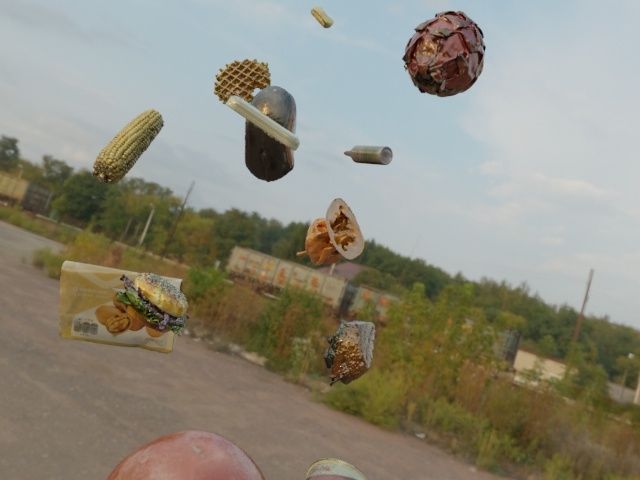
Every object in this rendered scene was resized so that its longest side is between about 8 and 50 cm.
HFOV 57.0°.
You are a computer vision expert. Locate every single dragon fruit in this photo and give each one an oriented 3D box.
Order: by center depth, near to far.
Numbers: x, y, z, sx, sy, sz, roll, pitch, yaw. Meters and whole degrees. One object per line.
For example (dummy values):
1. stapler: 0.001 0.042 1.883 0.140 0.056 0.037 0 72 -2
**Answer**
1. dragon fruit: 0.356 -0.536 1.721 0.244 0.299 0.245 24 -45 27

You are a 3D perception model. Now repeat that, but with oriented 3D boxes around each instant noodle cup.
1. instant noodle cup: 0.023 0.708 1.508 0.234 0.235 0.178 16 27 24

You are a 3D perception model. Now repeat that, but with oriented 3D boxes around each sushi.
1. sushi: 0.089 0.329 1.880 0.140 0.287 0.149 -24 -56 27

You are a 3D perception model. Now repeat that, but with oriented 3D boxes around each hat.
1. hat: 0.000 0.000 2.134 0.233 0.244 0.233 -27 -22 30

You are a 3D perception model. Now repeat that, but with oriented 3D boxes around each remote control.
1. remote control: -0.148 -0.310 1.551 0.221 0.042 0.078 35 11 -4

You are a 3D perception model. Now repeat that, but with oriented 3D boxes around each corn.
1. corn: -0.629 -0.312 1.937 0.115 0.318 0.115 21 -30 13

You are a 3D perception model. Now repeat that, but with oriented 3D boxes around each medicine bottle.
1. medicine bottle: 0.134 -0.262 1.798 0.057 0.058 0.199 24 -5 -37

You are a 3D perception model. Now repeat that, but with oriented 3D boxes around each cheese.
1. cheese: 0.007 -0.685 1.805 0.083 0.044 0.030 54 -35 20

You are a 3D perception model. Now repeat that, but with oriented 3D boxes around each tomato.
1. tomato: -0.193 0.418 0.893 0.264 0.265 0.265 19 -6 2

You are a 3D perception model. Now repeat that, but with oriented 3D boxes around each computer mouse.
1. computer mouse: -0.171 -0.358 1.990 0.182 0.324 0.116 5 6 21

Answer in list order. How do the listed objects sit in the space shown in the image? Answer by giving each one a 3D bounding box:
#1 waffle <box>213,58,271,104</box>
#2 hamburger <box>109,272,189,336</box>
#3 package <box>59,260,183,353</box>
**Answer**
1. waffle: -0.308 -0.627 2.336 0.231 0.229 0.051 -6 -28 4
2. hamburger: -0.368 0.133 1.310 0.164 0.093 0.189 34 -1 23
3. package: -0.537 0.162 1.629 0.311 0.222 0.165 7 18 -6
